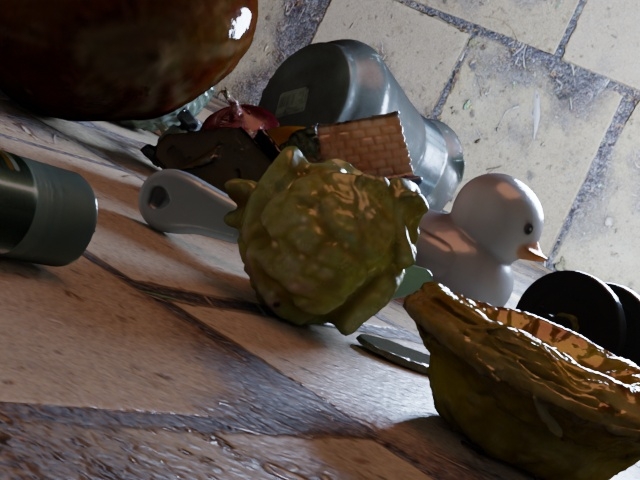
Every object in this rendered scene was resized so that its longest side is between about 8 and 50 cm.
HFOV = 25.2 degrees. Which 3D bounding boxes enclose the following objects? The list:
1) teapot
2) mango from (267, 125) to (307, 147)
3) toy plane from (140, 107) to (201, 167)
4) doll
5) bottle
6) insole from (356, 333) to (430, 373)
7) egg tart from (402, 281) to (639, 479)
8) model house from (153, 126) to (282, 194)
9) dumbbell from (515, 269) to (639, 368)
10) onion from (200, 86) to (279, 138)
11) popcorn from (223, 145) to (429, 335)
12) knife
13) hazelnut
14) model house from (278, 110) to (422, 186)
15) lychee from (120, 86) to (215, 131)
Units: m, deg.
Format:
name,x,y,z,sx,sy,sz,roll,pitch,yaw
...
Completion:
name,x,y,z,sx,sy,sz,roll,pitch,yaw
teapot,0.055,-0.180,2.717,0.376,0.305,0.362,-9,-29,43
mango,-0.034,-0.117,2.342,0.175,0.139,0.254,35,-9,-38
toy plane,-0.204,-0.135,2.093,0.108,0.092,0.286,46,-2,-26
doll,0.204,-0.011,2.048,0.251,0.221,0.221,27,7,21
bottle,-0.281,-0.038,1.023,0.082,0.082,0.286,29,8,34
insole,0.113,0.128,1.472,0.192,0.010,0.063,22,8,-32
egg tart,0.190,0.136,1.253,0.295,0.116,0.295,22,6,-3
model house,-0.093,-0.056,1.822,0.203,0.141,0.164,54,-1,32
dumbbell,0.337,0.116,1.814,0.143,0.143,0.325,28,7,28
onion,-0.152,-0.215,2.539,0.150,0.140,0.150,-10,28,6
popcorn,0.001,-0.001,1.404,0.185,0.167,0.187,15,7,-32
knife,-0.045,0.010,1.527,0.331,0.080,0.044,22,3,11
hazelnut,-0.294,-0.329,2.046,0.421,0.353,0.421,3,40,-3
model house,0.029,-0.057,1.924,0.166,0.172,0.183,-14,-9,-29
lychee,-0.295,-0.312,2.426,0.274,0.255,0.255,7,0,19
